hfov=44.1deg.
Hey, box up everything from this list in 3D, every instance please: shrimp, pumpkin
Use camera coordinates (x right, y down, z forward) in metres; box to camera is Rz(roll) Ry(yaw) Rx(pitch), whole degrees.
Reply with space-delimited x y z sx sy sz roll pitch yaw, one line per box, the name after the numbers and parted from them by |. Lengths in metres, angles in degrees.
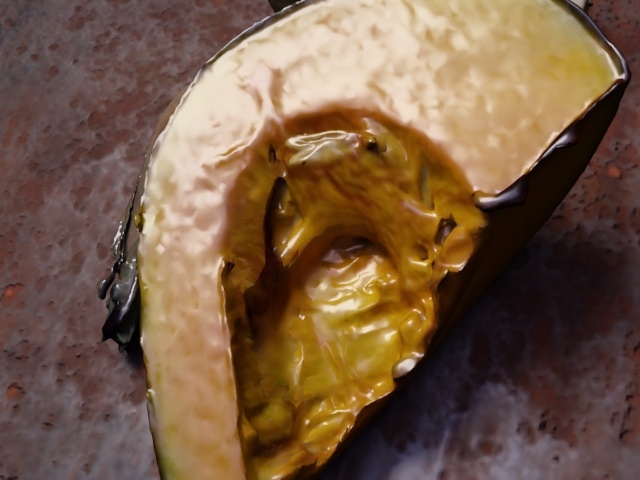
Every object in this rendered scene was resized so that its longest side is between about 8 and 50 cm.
-0.056 -0.020 0.508 0.152 0.046 0.219 15 69 18 | shrimp
0.000 0.000 0.427 0.169 0.148 0.312 39 83 18 | pumpkin

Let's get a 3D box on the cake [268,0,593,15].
0.081 -0.171 0.528 0.220 0.086 0.117 30 75 19 | cake
